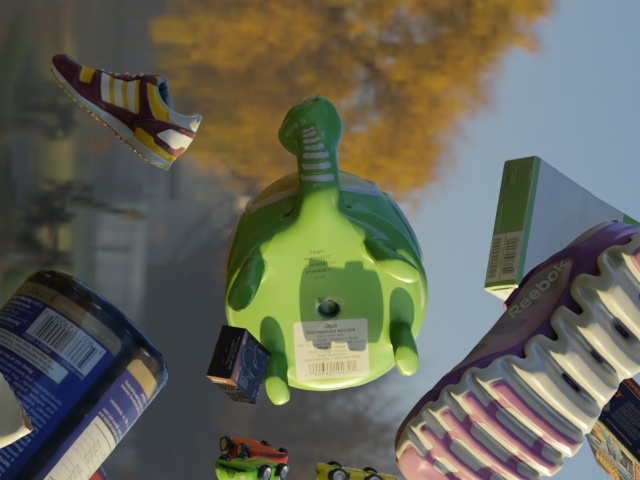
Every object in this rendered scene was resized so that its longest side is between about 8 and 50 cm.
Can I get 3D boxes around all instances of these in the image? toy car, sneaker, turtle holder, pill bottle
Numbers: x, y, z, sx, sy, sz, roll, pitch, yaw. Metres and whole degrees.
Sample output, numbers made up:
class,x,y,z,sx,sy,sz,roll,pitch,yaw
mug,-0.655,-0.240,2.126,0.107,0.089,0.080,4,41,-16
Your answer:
class,x,y,z,sx,sy,sz,roll,pitch,yaw
toy car,-0.053,0.272,2.004,0.225,0.239,0.053,9,91,-63
sneaker,-0.215,-0.162,1.950,0.084,0.185,0.069,-50,170,3
turtle holder,-0.013,0.013,2.060,0.320,0.243,0.227,52,18,-30
sneaker,0.143,0.071,1.135,0.095,0.236,0.104,48,3,-26
pill bottle,-0.213,0.135,1.177,0.219,0.123,0.123,-51,171,-21

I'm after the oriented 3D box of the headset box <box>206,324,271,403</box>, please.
class,x,y,z,sx,sy,sz,roll,pitch,yaw
headset box,-0.090,0.134,1.915,0.083,0.032,0.062,54,48,-57

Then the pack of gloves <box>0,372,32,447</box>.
class,x,y,z,sx,sy,sz,roll,pitch,yaw
pack of gloves,-0.233,0.172,0.967,0.195,0.232,0.046,55,30,-4

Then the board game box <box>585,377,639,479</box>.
class,x,y,z,sx,sy,sz,roll,pitch,yaw
board game box,0.351,0.234,1.899,0.194,0.060,0.194,48,-7,24

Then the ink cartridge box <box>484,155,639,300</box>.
class,x,y,z,sx,sy,sz,roll,pitch,yaw
ink cartridge box,0.303,0.020,2.125,0.056,0.235,0.171,-11,-120,44

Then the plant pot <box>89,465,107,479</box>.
class,x,y,z,sx,sy,sz,roll,pitch,yaw
plant pot,-0.359,0.218,1.586,0.267,0.236,0.267,22,-103,43
